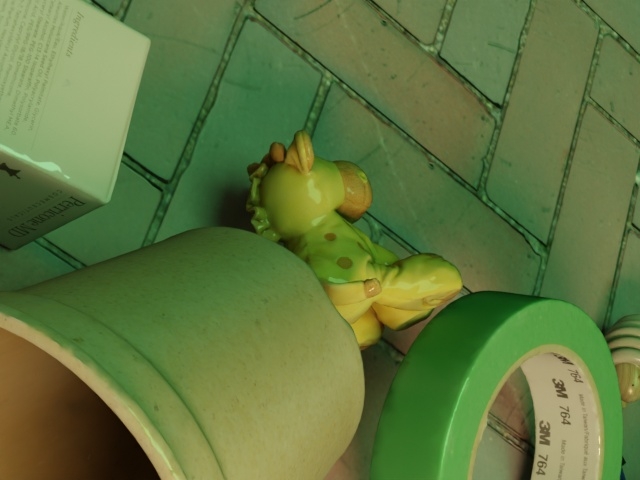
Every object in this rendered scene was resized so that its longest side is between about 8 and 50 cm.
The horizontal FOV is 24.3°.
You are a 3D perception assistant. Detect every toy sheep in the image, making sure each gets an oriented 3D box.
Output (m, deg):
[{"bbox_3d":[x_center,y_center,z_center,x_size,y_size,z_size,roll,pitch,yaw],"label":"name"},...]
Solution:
[{"bbox_3d":[0.344,0.126,1.616,0.091,0.091,0.132,48,37,-19],"label":"toy sheep"}]

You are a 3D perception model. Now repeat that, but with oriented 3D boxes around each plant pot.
[{"bbox_3d":[-0.133,0.138,1.065,0.305,0.334,0.334,-35,100,-53],"label":"plant pot"}]

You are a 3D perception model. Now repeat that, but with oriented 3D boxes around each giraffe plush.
[{"bbox_3d":[0.000,0.000,1.306,0.210,0.181,0.170,6,60,-55],"label":"giraffe plush"}]

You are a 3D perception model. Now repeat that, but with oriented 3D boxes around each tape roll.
[{"bbox_3d":[0.170,0.209,1.369,0.321,0.077,0.321,-10,103,-50],"label":"tape roll"}]

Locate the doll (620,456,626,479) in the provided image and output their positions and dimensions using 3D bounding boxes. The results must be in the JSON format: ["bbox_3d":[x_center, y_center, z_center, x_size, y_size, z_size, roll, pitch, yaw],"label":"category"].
[{"bbox_3d":[0.295,0.234,1.553,0.129,0.046,0.189,-12,82,-66],"label":"doll"}]

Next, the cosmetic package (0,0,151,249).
[{"bbox_3d":[-0.254,-0.109,1.122,0.183,0.151,0.151,28,60,-30],"label":"cosmetic package"}]
